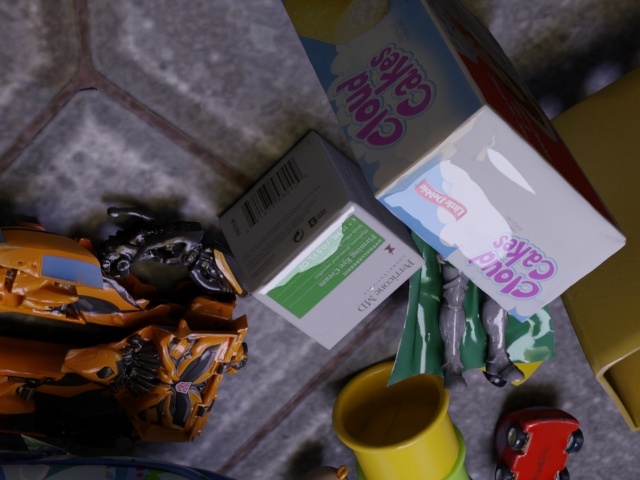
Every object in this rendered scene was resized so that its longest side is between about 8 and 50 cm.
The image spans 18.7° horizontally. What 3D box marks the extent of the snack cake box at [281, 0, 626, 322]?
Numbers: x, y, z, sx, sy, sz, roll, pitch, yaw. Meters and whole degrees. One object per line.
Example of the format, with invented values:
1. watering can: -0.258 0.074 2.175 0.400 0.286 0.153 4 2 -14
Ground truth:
1. snack cake box: 0.077 -0.086 1.249 0.089 0.264 0.152 -40 126 12

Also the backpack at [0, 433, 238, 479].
1. backpack: -0.182 0.277 1.357 0.356 0.290 0.273 4 149 -9

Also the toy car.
1. toy car: 0.213 0.092 1.554 0.225 0.053 0.239 -25 129 0

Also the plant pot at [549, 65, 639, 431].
1. plant pot: 0.256 -0.013 1.381 0.212 0.187 0.212 -31 158 6

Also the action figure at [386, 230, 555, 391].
1. action figure: 0.111 -0.008 1.417 0.137 0.063 0.232 -10 107 -21

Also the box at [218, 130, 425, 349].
1. box: 0.000 0.000 1.389 0.101 0.102 0.087 -43 128 13

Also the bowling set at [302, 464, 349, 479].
1. bowling set: -0.001 0.328 1.613 0.287 0.154 0.200 -41 141 24

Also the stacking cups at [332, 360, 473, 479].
1. stacking cups: 0.102 0.239 1.595 0.096 0.096 0.316 -24 128 0

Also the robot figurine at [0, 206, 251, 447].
1. robot figurine: -0.184 0.072 1.392 0.291 0.085 0.211 10 122 -24
